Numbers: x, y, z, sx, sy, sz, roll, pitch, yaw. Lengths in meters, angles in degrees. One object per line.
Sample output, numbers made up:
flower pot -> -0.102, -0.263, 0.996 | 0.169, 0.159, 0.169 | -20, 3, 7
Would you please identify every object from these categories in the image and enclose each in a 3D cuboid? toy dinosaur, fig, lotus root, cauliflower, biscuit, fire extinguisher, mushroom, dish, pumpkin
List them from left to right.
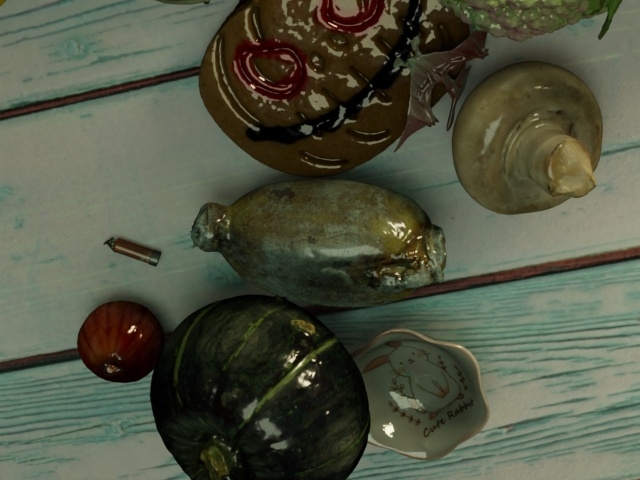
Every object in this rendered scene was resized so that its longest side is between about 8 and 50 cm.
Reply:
fig -> -0.281, 0.154, 2.095 | 0.128, 0.150, 0.128 | -17, 124, -27
fire extinguisher -> -0.271, 0.015, 2.071 | 0.083, 0.022, 0.028 | 19, 151, -3
pumpkin -> -0.082, 0.227, 2.011 | 0.323, 0.241, 0.323 | 23, 134, 26
lotus root -> 0.001, -0.001, 1.948 | 0.349, 0.175, 0.175 | 8, 121, 10
biscuit -> 0.002, -0.248, 1.857 | 0.314, 0.063, 0.367 | 41, 118, -17
dish -> 0.138, 0.206, 2.090 | 0.229, 0.081, 0.229 | 6, 121, 10
toy dinosaur -> 0.145, -0.204, 1.813 | 0.108, 0.032, 0.220 | 26, 112, -26
cauliflower -> 0.246, -0.371, 1.688 | 0.256, 0.315, 0.239 | -19, 162, -9
mushroom -> 0.271, -0.116, 1.807 | 0.204, 0.204, 0.204 | 4, 120, 6

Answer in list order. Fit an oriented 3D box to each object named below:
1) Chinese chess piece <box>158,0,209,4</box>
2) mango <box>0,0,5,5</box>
Chinese chess piece -> -0.169, -0.397, 1.755 | 0.238, 0.092, 0.237 | 5, 112, 12
mango -> -0.436, -0.401, 1.793 | 0.167, 0.130, 0.262 | 29, 114, -3
